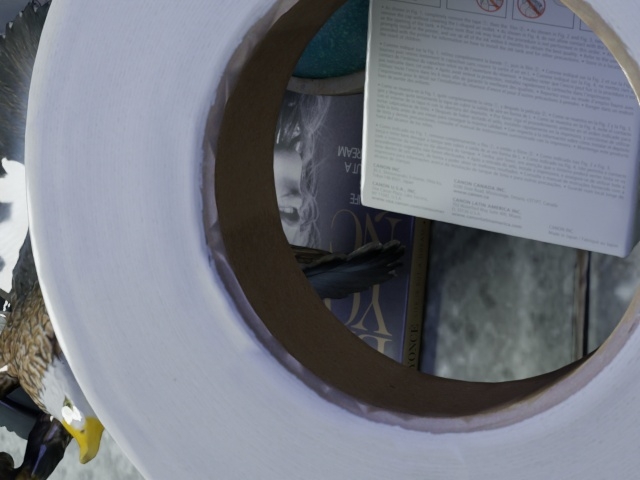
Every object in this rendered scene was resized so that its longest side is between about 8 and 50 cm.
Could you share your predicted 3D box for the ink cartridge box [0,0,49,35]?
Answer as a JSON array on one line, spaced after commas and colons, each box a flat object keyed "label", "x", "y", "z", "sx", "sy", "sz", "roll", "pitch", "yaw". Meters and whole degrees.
[{"label": "ink cartridge box", "x": -0.210, "y": -0.135, "z": 1.128, "sx": 0.158, "sy": 0.218, "sz": 0.092, "roll": 38, "pitch": 113, "yaw": 39}]

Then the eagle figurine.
[{"label": "eagle figurine", "x": -0.122, "y": 0.035, "z": 0.982, "sx": 0.225, "sy": 0.226, "sz": 0.298, "roll": 47, "pitch": 109, "yaw": 30}]

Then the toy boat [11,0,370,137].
[{"label": "toy boat", "x": -0.056, "y": -0.154, "z": 1.000, "sx": 0.318, "sy": 0.148, "sz": 0.267, "roll": -49, "pitch": 54, "yaw": 30}]

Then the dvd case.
[{"label": "dvd case", "x": 0.000, "y": 0.000, "z": 1.055, "sx": 0.164, "sy": 0.018, "sz": 0.221, "roll": 11, "pitch": 99, "yaw": 46}]

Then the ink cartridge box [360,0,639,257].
[{"label": "ink cartridge box", "x": 0.094, "y": -0.090, "z": 0.864, "sx": 0.145, "sy": 0.045, "sz": 0.179, "roll": 12, "pitch": 115, "yaw": 19}]

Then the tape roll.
[{"label": "tape roll", "x": 0.055, "y": -0.023, "z": 0.764, "sx": 0.392, "sy": 0.072, "sz": 0.392, "roll": 4, "pitch": 101, "yaw": 21}]

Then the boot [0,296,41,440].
[{"label": "boot", "x": -0.233, "y": 0.000, "z": 1.196, "sx": 0.246, "sy": 0.094, "sz": 0.207, "roll": 28, "pitch": 118, "yaw": 10}]
